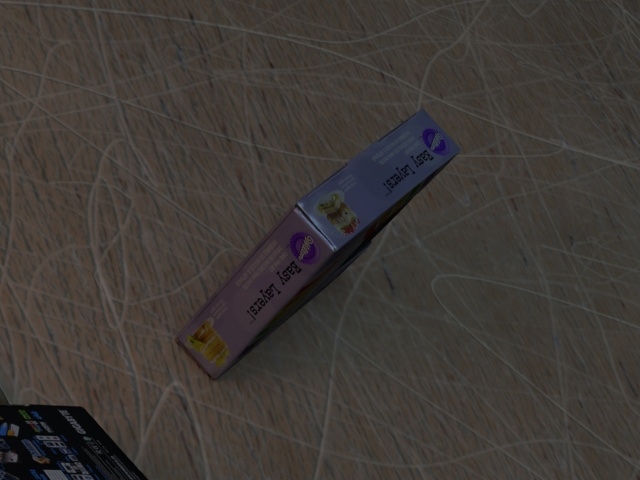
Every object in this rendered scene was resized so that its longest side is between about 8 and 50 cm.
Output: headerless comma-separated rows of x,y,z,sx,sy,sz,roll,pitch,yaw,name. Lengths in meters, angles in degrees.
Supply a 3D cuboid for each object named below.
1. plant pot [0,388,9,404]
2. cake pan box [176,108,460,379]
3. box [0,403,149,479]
-0.368,0.160,1.664,0.236,0.032,0.236,20,45,-21,plant pot
0.000,0.000,1.918,0.070,0.246,0.267,48,40,3,cake pan box
-0.274,0.211,1.497,0.293,0.073,0.295,3,18,-31,box
